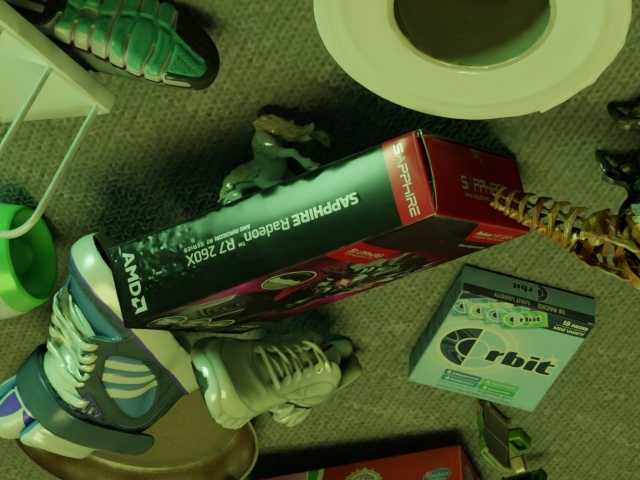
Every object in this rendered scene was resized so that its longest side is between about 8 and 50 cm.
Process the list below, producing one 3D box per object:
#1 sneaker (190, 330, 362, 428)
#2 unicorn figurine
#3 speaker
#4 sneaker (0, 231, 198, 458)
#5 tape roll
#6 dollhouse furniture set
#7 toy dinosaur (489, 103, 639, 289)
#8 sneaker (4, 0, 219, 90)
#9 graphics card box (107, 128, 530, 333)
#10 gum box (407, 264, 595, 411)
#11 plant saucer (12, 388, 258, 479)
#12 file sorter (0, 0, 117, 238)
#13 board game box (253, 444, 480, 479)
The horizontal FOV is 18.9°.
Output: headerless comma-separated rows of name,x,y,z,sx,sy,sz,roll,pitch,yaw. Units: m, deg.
sneaker,-0.049,0.143,2.138,0.118,0.110,0.292,-24,168,20
unicorn figurine,-0.048,-0.073,1.980,0.111,0.060,0.162,13,127,7
speaker,-0.443,0.042,2.113,0.296,0.131,0.131,-11,137,21
sneaker,-0.271,0.139,2.087,0.236,0.130,0.323,-32,151,-1
tape roll,0.137,-0.236,1.715,0.286,0.100,0.286,4,140,3
dollhouse furniture set,0.213,0.262,2.327,0.058,0.076,0.152,-21,134,29
toy dinosaur,0.337,-0.025,1.849,0.322,0.218,0.164,22,139,-18
sneaker,-0.206,-0.191,1.849,0.224,0.083,0.098,22,152,-3
graphics card box,0.000,0.000,1.938,0.371,0.094,0.233,-19,168,26
gum box,0.202,0.113,2.175,0.157,0.041,0.184,15,141,-10
plant saucer,-0.228,0.224,2.364,0.310,0.050,0.310,4,140,3
file sorter,-0.376,-0.140,1.802,0.193,0.173,0.278,0,148,48
board game box,0.059,0.366,2.445,0.316,0.064,0.242,-11,144,14
